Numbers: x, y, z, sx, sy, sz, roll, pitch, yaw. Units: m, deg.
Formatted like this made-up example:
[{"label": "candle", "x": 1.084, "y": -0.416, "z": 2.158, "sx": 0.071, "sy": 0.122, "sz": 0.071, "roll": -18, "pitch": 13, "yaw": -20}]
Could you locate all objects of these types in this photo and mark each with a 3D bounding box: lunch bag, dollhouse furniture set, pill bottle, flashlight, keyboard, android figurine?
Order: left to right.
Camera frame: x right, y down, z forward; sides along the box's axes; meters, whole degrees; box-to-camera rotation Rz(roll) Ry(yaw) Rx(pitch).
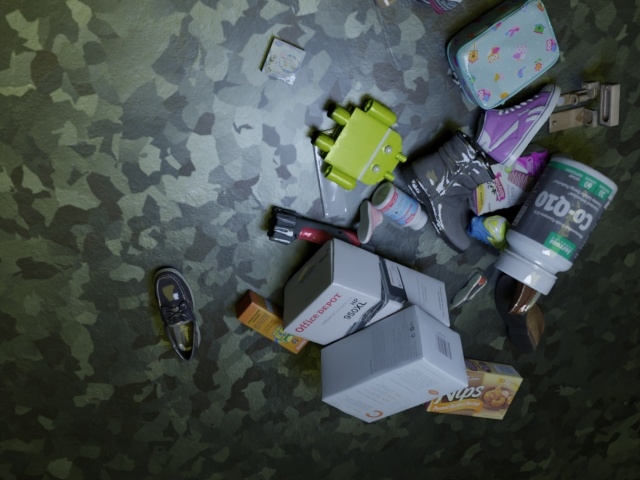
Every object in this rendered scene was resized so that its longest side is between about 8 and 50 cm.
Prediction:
[{"label": "flashlight", "x": 0.000, "y": 0.000, "z": 1.753, "sx": 0.304, "sy": 0.103, "sz": 0.103, "roll": 13, "pitch": 113, "yaw": -22}, {"label": "keyboard", "x": 0.027, "y": -0.185, "z": 1.727, "sx": 0.072, "sy": 0.014, "sz": 0.256, "roll": -16, "pitch": 117, "yaw": -13}, {"label": "android figurine", "x": 0.114, "y": -0.256, "z": 1.686, "sx": 0.273, "sy": 0.056, "sz": 0.248, "roll": 28, "pitch": 103, "yaw": -26}, {"label": "pill bottle", "x": 0.232, "y": -0.095, "z": 1.778, "sx": 0.160, "sy": 0.087, "sz": 0.087, "roll": 30, "pitch": 103, "yaw": -26}, {"label": "lunch bag", "x": 0.487, "y": -0.496, "z": 1.654, "sx": 0.279, "sy": 0.108, "sz": 0.224, "roll": -35, "pitch": 121, "yaw": 3}, {"label": "pill bottle", "x": 0.663, "y": -0.040, "z": 1.761, "sx": 0.204, "sy": 0.204, "sz": 0.361, "roll": 26, "pitch": 96, "yaw": -24}, {"label": "dollhouse furniture set", "x": 0.747, "y": -0.374, "z": 1.756, "sx": 0.123, "sy": 0.151, "sz": 0.144, "roll": -14, "pitch": 114, "yaw": -9}]

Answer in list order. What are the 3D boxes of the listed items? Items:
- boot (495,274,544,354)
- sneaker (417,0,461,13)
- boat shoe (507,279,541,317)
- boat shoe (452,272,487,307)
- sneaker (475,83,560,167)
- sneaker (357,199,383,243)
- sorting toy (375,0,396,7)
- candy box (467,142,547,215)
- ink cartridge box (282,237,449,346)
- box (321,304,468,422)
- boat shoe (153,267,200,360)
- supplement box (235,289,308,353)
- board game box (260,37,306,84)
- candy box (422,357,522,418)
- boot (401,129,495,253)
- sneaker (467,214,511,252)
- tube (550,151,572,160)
[{"label": "boot", "x": 0.672, "y": 0.225, "z": 2.058, "sx": 0.115, "sy": 0.112, "sz": 0.305, "roll": -38, "pitch": 117, "yaw": -31}, {"label": "sneaker", "x": 0.211, "y": -0.646, "z": 1.475, "sx": 0.299, "sy": 0.112, "sz": 0.121, "roll": 30, "pitch": 66, "yaw": -12}, {"label": "boat shoe", "x": 0.651, "y": 0.082, "z": 1.921, "sx": 0.120, "sy": 0.122, "sz": 0.324, "roll": 28, "pitch": 75, "yaw": 6}, {"label": "boat shoe", "x": 0.482, "y": 0.168, "z": 1.991, "sx": 0.043, "sy": 0.049, "sz": 0.137, "roll": 37, "pitch": 95, "yaw": -28}, {"label": "sneaker", "x": 0.550, "y": -0.362, "z": 1.739, "sx": 0.161, "sy": 0.102, "sz": 0.282, "roll": 38, "pitch": 81, "yaw": 2}, {"label": "sneaker", "x": 0.148, "y": -0.045, "z": 1.768, "sx": 0.070, "sy": 0.134, "sz": 0.051, "roll": 26, "pitch": 146, "yaw": -34}, {"label": "sorting toy", "x": 0.169, "y": -0.759, "z": 1.491, "sx": 0.229, "sy": 0.041, "sz": 0.307, "roll": -32, "pitch": 118, "yaw": 6}, {"label": "candy box", "x": 0.557, "y": -0.183, "z": 1.836, "sx": 0.233, "sy": 0.071, "sz": 0.159, "roll": -15, "pitch": 117, "yaw": -7}, {"label": "ink cartridge box", "x": 0.125, "y": 0.191, "z": 1.779, "sx": 0.395, "sy": 0.166, "sz": 0.285, "roll": 22, "pitch": 135, "yaw": -22}, {"label": "box", "x": 0.197, "y": 0.352, "z": 1.710, "sx": 0.345, "sy": 0.168, "sz": 0.215, "roll": -31, "pitch": 132, "yaw": 31}, {"label": "boat shoe", "x": -0.401, "y": 0.214, "z": 1.745, "sx": 0.103, "sy": 0.092, "sz": 0.285, "roll": -12, "pitch": 116, "yaw": -9}, {"label": "supplement box", "x": -0.139, "y": 0.245, "z": 1.840, "sx": 0.233, "sy": 0.080, "sz": 0.078, "roll": 34, "pitch": 104, "yaw": -28}, {"label": "board game box", "x": -0.094, "y": -0.455, "z": 1.564, "sx": 0.090, "sy": 0.020, "sz": 0.090, "roll": 18, "pitch": 109, "yaw": -21}, {"label": "candy box", "x": 0.518, "y": 0.509, "z": 2.131, "sx": 0.316, "sy": 0.087, "sz": 0.183, "roll": 12, "pitch": 110, "yaw": -19}, {"label": "boot", "x": 0.404, "y": -0.129, "z": 1.753, "sx": 0.222, "sy": 0.118, "sz": 0.338, "roll": -30, "pitch": 117, "yaw": 19}, {"label": "sneaker", "x": 0.531, "y": -0.024, "z": 1.904, "sx": 0.091, "sy": 0.126, "sz": 0.240, "roll": -62, "pitch": 145, "yaw": -12}, {"label": "tube", "x": 0.742, "y": -0.153, "z": 1.909, "sx": 0.062, "sy": 0.070, "sz": 0.240, "roll": -41, "pitch": 134, "yaw": -41}]
